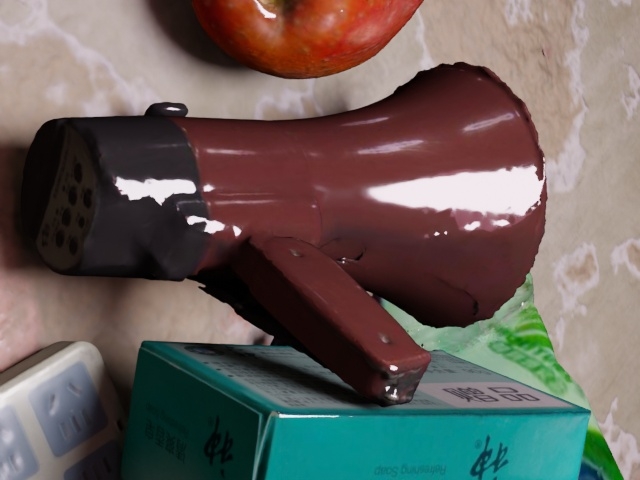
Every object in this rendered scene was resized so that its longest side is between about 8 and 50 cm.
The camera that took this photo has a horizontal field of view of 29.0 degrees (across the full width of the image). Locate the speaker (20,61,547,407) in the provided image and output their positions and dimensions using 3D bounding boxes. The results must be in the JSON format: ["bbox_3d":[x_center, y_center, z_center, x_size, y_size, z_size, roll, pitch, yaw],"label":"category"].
[{"bbox_3d":[-0.004,0.011,0.802,0.329,0.198,0.259,-10,65,-42],"label":"speaker"}]

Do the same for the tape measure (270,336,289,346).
[{"bbox_3d":[-0.002,0.245,0.857,0.215,0.098,0.351,35,56,-29],"label":"tape measure"}]

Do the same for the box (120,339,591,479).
[{"bbox_3d":[0.022,0.124,0.751,0.245,0.153,0.092,5,98,-35],"label":"box"}]

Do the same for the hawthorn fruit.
[{"bbox_3d":[-0.012,-0.193,0.846,0.173,0.173,0.173,6,81,-46],"label":"hawthorn fruit"}]

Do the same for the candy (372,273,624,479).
[{"bbox_3d":[0.162,0.199,0.994,0.263,0.172,0.398,-29,95,-48],"label":"candy"}]

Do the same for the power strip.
[{"bbox_3d":[-0.207,0.158,0.688,0.270,0.046,0.118,-32,109,-43],"label":"power strip"}]
